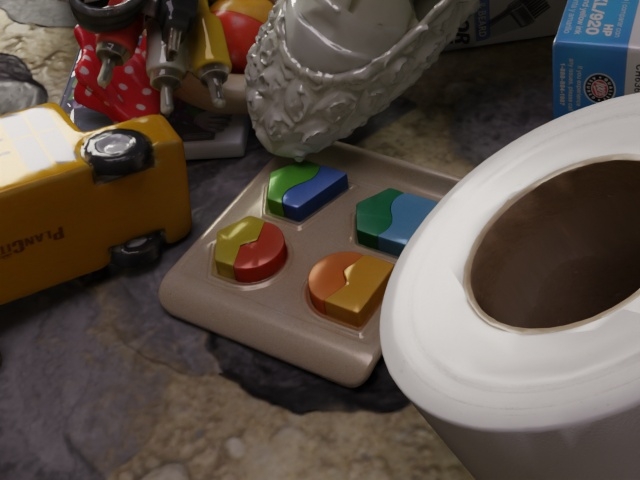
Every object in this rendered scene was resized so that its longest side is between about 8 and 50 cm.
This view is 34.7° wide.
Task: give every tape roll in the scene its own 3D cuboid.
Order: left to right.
[{"bbox_3d":[0.178,0.055,0.577,0.246,0.169,0.246,-29,31,19],"label":"tape roll"}]

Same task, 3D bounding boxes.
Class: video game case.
[{"bbox_3d":[-0.156,-0.140,0.982,0.190,0.022,0.173,-3,48,9],"label":"video game case"}]

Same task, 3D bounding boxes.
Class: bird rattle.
[{"bbox_3d":[-0.102,-0.193,0.926,0.207,0.143,0.253,17,55,3],"label":"bird rattle"}]

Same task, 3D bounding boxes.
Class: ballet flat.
[{"bbox_3d":[0.075,-0.233,0.789,0.409,0.147,0.147,-42,48,11],"label":"ballet flat"}]

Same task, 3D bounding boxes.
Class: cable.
[{"bbox_3d":[-0.134,-0.242,0.874,0.139,0.072,0.287,11,59,-14],"label":"cable"}]

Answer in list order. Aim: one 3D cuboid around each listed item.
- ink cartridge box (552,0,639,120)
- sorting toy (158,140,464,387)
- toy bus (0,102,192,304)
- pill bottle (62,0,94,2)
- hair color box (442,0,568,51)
[{"bbox_3d":[0.307,-0.123,0.769,0.233,0.171,0.168,9,51,20],"label":"ink cartridge box"},{"bbox_3d":[0.000,0.000,0.812,0.193,0.038,0.208,19,55,26],"label":"sorting toy"},{"bbox_3d":[-0.274,-0.017,0.802,0.333,0.108,0.130,-21,42,-23],"label":"toy bus"},{"bbox_3d":[-0.260,-0.352,1.080,0.152,0.152,0.272,-18,27,-5],"label":"pill bottle"},{"bbox_3d":[0.170,-0.283,0.934,0.339,0.185,0.110,-9,47,4],"label":"hair color box"}]
